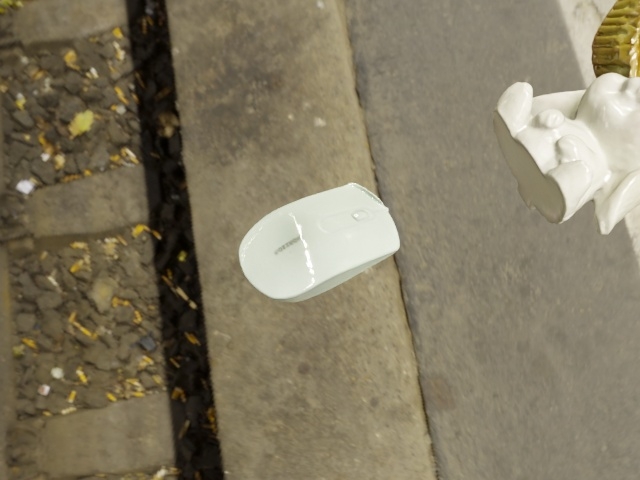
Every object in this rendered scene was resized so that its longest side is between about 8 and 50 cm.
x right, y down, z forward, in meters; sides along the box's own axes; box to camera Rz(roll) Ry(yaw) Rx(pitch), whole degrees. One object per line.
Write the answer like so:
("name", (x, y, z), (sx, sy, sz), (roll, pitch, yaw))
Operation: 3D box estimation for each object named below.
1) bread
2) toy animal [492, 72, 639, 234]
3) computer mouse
("bread", (0.592, -0.332, 1.492), (0.227, 0.142, 0.253), (26, 99, -17))
("toy animal", (0.430, -0.155, 1.360), (0.265, 0.206, 0.271), (-27, 54, -6))
("computer mouse", (0.000, 0.000, 1.193), (0.231, 0.079, 0.128), (-30, 71, -21))
